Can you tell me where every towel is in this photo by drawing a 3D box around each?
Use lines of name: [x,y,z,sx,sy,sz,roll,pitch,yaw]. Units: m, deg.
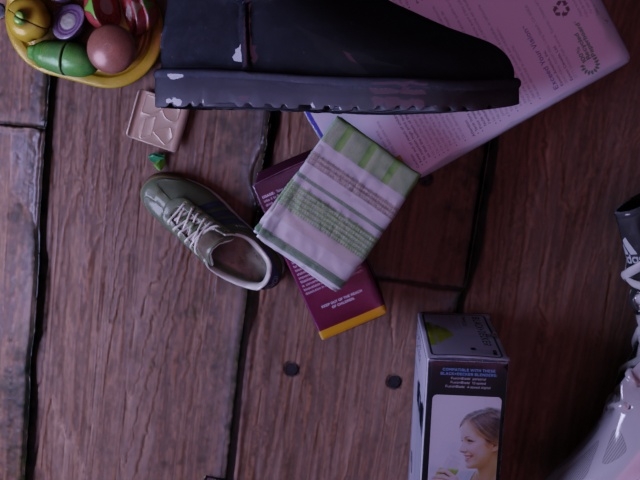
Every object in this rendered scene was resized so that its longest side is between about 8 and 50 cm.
towel: [0.018,-0.037,0.941,0.113,0.023,0.152,35,93,-11]

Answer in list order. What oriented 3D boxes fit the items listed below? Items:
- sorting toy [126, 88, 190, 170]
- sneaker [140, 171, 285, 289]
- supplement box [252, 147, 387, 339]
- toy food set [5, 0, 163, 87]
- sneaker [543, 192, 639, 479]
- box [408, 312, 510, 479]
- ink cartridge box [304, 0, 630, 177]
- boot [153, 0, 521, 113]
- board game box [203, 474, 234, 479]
sorting toy: [-0.187,-0.123,1.030,0.062,0.012,0.083,18,102,-1]
sneaker: [-0.121,-0.008,1.016,0.192,0.086,0.064,36,100,-7]
supplement box: [0.000,0.000,1.008,0.081,0.104,0.188,-23,101,4]
toy food set: [-0.243,-0.230,0.973,0.218,0.071,0.128,13,99,1]
sneaker: [0.367,0.101,1.020,0.447,0.169,0.257,-43,90,0]
box: [0.150,0.241,1.028,0.087,0.169,0.290,3,103,2]
ink cartridge box: [0.107,-0.252,0.973,0.330,0.071,0.324,-29,99,9]
boot: [0.018,-0.346,0.863,0.367,0.146,0.445,2,97,1]
board game box: [-0.091,0.387,1.120,0.141,0.048,0.170,10,102,-3]
